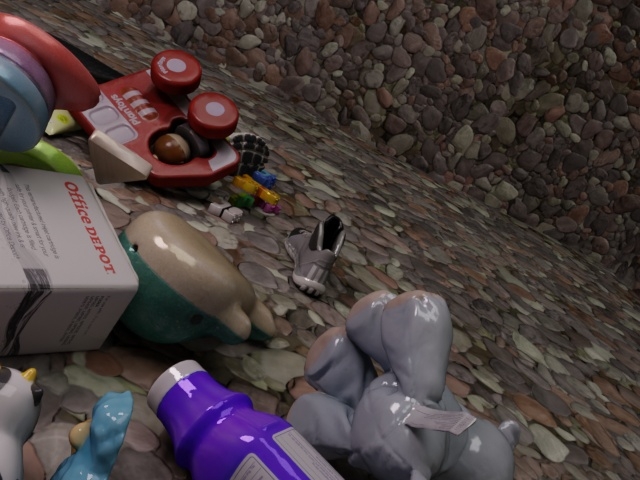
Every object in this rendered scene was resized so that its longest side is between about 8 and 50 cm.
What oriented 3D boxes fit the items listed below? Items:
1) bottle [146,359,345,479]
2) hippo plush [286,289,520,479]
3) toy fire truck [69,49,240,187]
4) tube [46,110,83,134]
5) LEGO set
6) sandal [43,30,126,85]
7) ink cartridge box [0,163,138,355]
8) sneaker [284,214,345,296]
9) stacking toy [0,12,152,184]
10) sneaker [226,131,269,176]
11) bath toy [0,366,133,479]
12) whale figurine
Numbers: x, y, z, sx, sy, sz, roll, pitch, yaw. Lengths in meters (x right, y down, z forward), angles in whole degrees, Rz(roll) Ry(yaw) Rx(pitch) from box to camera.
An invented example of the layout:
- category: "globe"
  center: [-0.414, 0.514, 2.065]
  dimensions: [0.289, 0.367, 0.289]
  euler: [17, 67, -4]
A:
- category: "bottle"
  center: [-0.057, 0.228, 0.618]
  dimensions: [0.283, 0.118, 0.092]
  euler: [38, 24, 28]
- category: "hippo plush"
  center: [0.135, 0.201, 0.760]
  dimensions: [0.236, 0.234, 0.294]
  euler: [31, -11, -30]
- category: "toy fire truck"
  center: [-0.318, -0.216, 1.292]
  dimensions: [0.254, 0.169, 0.302]
  euler: [-31, 73, -32]
- category: "tube"
  center: [-0.492, -0.254, 1.322]
  dimensions: [0.070, 0.062, 0.240]
  euler: [-2, 14, 23]
- category: "LEGO set"
  center: [-0.127, -0.088, 1.360]
  dimensions: [0.093, 0.087, 0.227]
  euler: [33, 21, 12]
- category: "sandal"
  center: [-0.517, -0.349, 1.489]
  dimensions: [0.167, 0.107, 0.446]
  euler: [41, 10, 34]
- category: "ink cartridge box"
  center: [-0.362, 0.015, 0.691]
  dimensions: [0.273, 0.114, 0.197]
  euler: [5, 41, -48]
- category: "sneaker"
  center: [0.000, 0.000, 1.243]
  dimensions: [0.086, 0.132, 0.228]
  euler: [22, 21, -19]
- category: "stacking toy"
  center: [-0.395, -0.108, 0.804]
  dimensions: [0.279, 0.309, 0.130]
  euler: [51, 43, -36]
- category: "sneaker"
  center: [-0.238, -0.225, 1.537]
  dimensions: [0.275, 0.107, 0.110]
  euler: [10, 18, -42]
- category: "bath toy"
  center: [-0.324, 0.134, 0.472]
  dimensions: [0.348, 0.129, 0.151]
  euler: [19, 22, -24]
- category: "whale figurine"
  center: [-0.170, 0.078, 0.869]
  dimensions: [0.216, 0.141, 0.272]
  euler: [44, 0, 36]
